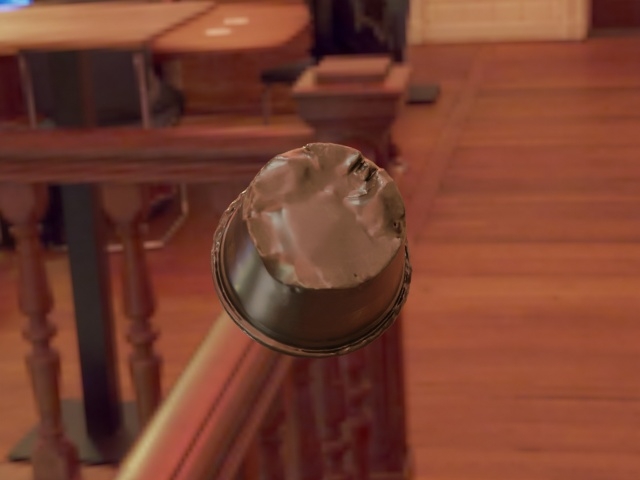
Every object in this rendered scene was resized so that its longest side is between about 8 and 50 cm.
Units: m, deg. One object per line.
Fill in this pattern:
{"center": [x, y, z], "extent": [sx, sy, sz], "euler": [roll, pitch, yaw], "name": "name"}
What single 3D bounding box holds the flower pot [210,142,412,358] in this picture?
{"center": [0.000, 0.000, 1.133], "extent": [0.157, 0.157, 0.107], "euler": [-6, -20, -11], "name": "flower pot"}
